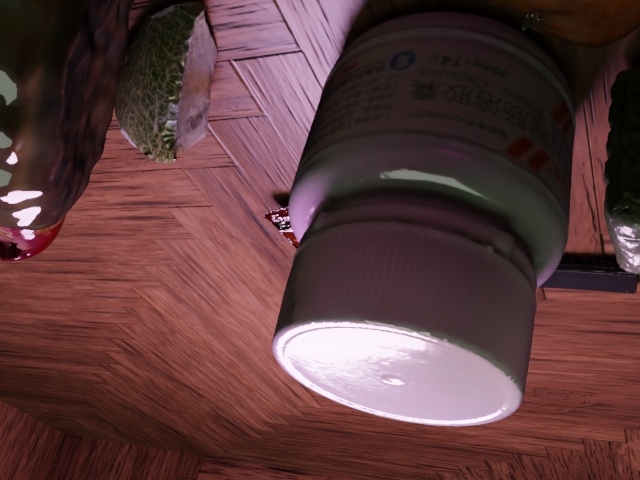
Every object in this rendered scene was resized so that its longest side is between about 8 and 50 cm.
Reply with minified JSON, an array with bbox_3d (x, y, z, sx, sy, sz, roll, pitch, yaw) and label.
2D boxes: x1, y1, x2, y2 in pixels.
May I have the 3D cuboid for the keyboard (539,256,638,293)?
[{"bbox_3d":[0.285,0.042,0.911,0.231,0.023,0.072,2,155,23],"label":"keyboard"}]

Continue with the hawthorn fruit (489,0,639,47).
[{"bbox_3d":[0.181,-0.210,0.443,0.189,0.149,0.149,-36,135,5],"label":"hawthorn fruit"}]

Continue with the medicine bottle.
[{"bbox_3d":[0.090,-0.017,0.616,0.241,0.302,0.241,12,150,7],"label":"medicine bottle"}]

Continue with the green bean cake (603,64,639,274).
[{"bbox_3d":[0.318,-0.067,0.541,0.183,0.185,0.094,-3,143,32],"label":"green bean cake"}]

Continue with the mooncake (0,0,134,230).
[{"bbox_3d":[-0.256,-0.151,0.575,0.161,0.290,0.290,16,151,-11],"label":"mooncake"}]

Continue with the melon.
[{"bbox_3d":[-0.150,-0.143,0.721,0.093,0.139,0.202,5,155,-30],"label":"melon"}]

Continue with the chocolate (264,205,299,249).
[{"bbox_3d":[0.000,0.000,0.970,0.086,0.028,0.182,-14,141,30],"label":"chocolate"}]

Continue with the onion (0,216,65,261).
[{"bbox_3d":[-0.423,-0.088,0.890,0.248,0.161,0.248,10,140,9],"label":"onion"}]
